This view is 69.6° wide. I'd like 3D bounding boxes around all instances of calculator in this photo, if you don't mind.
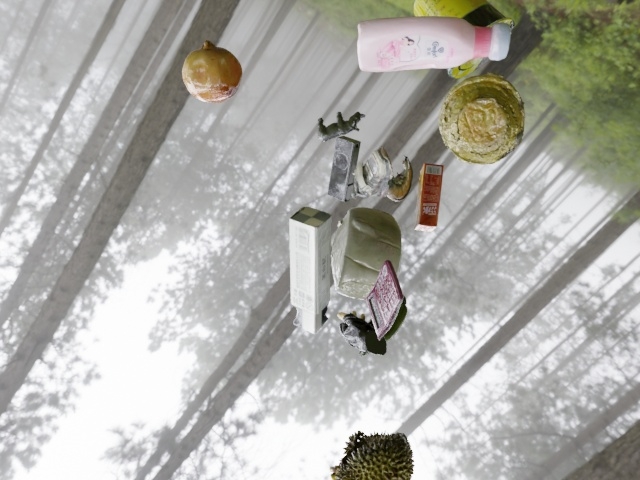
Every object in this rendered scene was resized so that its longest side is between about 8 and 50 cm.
[{"bbox_3d":[0.163,0.151,1.160,0.034,0.190,0.127,1,-133,-15],"label":"calculator"}]

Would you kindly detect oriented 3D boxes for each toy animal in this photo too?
[{"bbox_3d":[0.054,-0.298,1.194,0.047,0.135,0.065,58,-160,-54],"label":"toy animal"}]

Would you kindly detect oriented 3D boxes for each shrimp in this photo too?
[{"bbox_3d":[0.341,-0.328,2.154,0.290,0.222,0.054,43,162,-29],"label":"shrimp"}]

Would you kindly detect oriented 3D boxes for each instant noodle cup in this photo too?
[{"bbox_3d":[0.388,-0.616,1.305,0.236,0.215,0.215,56,-158,14],"label":"instant noodle cup"}]

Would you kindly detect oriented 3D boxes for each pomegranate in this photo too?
[{"bbox_3d":[-0.380,-0.585,1.628,0.209,0.209,0.209,35,-162,-13],"label":"pomegranate"}]

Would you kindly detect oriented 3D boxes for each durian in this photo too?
[{"bbox_3d":[0.186,0.767,1.554,0.292,0.258,0.258,3,-143,-39],"label":"durian"}]

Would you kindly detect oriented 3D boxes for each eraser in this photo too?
[{"bbox_3d":[-0.028,0.098,1.391,0.098,0.404,0.096,20,-141,26],"label":"eraser"}]

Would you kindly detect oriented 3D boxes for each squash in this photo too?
[{"bbox_3d":[0.270,0.346,1.833,0.080,0.318,0.071,34,152,18],"label":"squash"}]

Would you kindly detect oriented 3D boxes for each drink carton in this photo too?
[{"bbox_3d":[0.378,-0.148,1.611,0.071,0.223,0.096,7,170,4],"label":"drink carton"}]

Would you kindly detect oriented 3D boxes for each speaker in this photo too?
[{"bbox_3d":[0.083,-0.250,1.618,0.082,0.218,0.044,28,-146,29],"label":"speaker"}]

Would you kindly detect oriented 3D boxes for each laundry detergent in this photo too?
[{"bbox_3d":[0.256,-0.451,1.061,0.335,0.088,0.159,2,168,9],"label":"laundry detergent"}]

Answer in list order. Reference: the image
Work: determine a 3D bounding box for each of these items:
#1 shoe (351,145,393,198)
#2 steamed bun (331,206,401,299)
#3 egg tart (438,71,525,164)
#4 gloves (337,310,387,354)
[{"bbox_3d":[0.127,-0.170,1.194,0.180,0.092,0.089,91,161,-64],"label":"shoe"},{"bbox_3d":[0.172,0.017,1.619,0.247,0.236,0.384,13,-140,-3],"label":"steamed bun"},{"bbox_3d":[0.605,-0.445,1.725,0.341,0.341,0.132,39,-156,1],"label":"egg tart"},{"bbox_3d":[0.135,0.312,1.609,0.164,0.124,0.203,41,168,-21],"label":"gloves"}]
